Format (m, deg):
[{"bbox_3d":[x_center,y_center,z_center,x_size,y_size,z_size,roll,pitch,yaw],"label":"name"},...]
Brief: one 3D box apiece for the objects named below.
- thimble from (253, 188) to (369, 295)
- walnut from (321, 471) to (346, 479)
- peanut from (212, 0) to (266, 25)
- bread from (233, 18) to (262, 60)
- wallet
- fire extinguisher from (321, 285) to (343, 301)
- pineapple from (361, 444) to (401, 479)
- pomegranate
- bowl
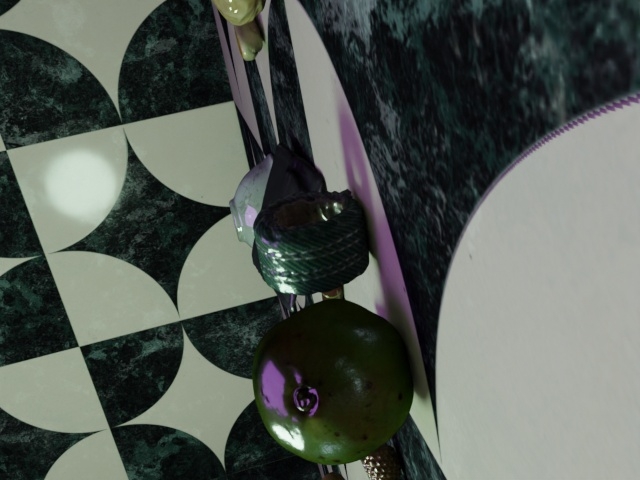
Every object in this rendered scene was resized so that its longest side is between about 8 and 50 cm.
[{"bbox_3d":[-0.010,0.000,0.816,0.118,0.135,0.090,-108,8,-60],"label":"thimble"},{"bbox_3d":[0.032,0.520,1.138,0.257,0.224,0.257,170,90,-89],"label":"walnut"},{"bbox_3d":[-0.138,-0.451,1.038,0.233,0.110,0.197,-114,12,-45],"label":"peanut"},{"bbox_3d":[-0.152,-0.433,1.398,0.214,0.053,0.073,-108,11,-48],"label":"bread"},{"bbox_3d":[-0.067,-0.031,1.210,0.323,0.041,0.247,-129,53,-67],"label":"wallet"},{"bbox_3d":[0.019,0.095,1.150,0.132,0.039,0.056,84,-158,-49],"label":"fire extinguisher"},{"bbox_3d":[0.103,0.365,0.985,0.058,0.058,0.124,125,126,-80],"label":"pineapple"},{"bbox_3d":[0.024,0.155,0.791,0.225,0.187,0.187,-21,-82,-70],"label":"pomegranate"},{"bbox_3d":[-0.166,-0.068,1.832,0.313,0.146,0.313,166,90,-84],"label":"bowl"}]
